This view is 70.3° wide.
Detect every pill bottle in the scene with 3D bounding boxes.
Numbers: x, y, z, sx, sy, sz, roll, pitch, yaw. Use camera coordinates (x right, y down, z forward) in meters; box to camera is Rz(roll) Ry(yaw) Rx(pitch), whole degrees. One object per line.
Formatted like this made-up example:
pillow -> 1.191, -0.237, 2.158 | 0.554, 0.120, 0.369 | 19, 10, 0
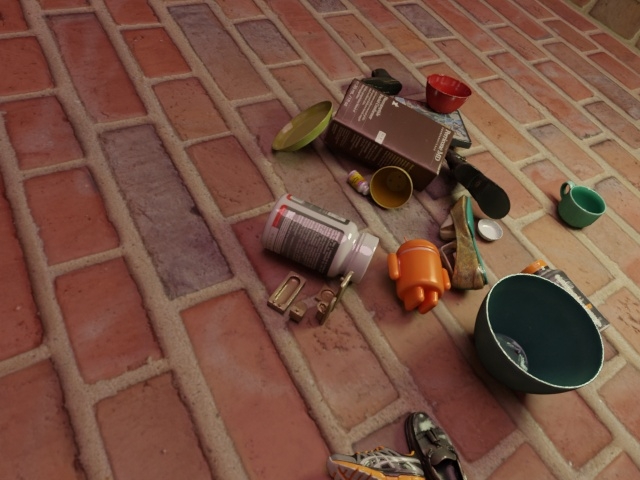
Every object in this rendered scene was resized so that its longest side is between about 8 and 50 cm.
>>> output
pill bottle -> 0.000, 0.000, 1.218 | 0.283, 0.161, 0.161 | 24, 52, 4
pill bottle -> 0.125, -0.184, 1.462 | 0.043, 0.043, 0.083 | -29, 65, -30
pill bottle -> 0.670, 0.172, 1.279 | 0.130, 0.131, 0.246 | -18, 59, -25

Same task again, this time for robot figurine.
robot figurine -> 0.270, 0.089, 1.243 | 0.157, 0.128, 0.220 | -7, 52, 15

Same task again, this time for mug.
mug -> 0.895, -0.119, 1.575 | 0.129, 0.097, 0.158 | 18, 51, 0

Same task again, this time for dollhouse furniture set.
dollhouse furniture set -> -0.028, 0.122, 1.143 | 0.151, 0.123, 0.144 | 31, 52, 9

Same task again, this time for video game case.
video game case -> 0.415, -0.450, 1.717 | 0.274, 0.035, 0.249 | 10, 43, -8

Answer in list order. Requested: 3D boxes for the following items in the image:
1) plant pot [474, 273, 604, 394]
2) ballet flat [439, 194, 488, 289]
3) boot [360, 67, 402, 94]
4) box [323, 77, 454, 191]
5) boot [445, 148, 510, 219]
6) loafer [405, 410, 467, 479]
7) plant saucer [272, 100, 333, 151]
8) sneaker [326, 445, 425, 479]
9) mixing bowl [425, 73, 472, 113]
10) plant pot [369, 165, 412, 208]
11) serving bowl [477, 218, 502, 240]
plant pot -> 0.503, 0.256, 1.131 | 0.289, 0.196, 0.291 | 7, 53, -9
ballet flat -> 0.417, -0.001, 1.367 | 0.123, 0.123, 0.349 | 10, 50, -7
boot -> 0.213, -0.642, 1.820 | 0.197, 0.077, 0.137 | -4, 49, -33
box -> 0.223, -0.343, 1.495 | 0.381, 0.143, 0.191 | 27, 68, -5
boot -> 0.514, -0.203, 1.518 | 0.263, 0.091, 0.229 | 44, 19, -13
loafer -> 0.271, 0.489, 0.968 | 0.096, 0.084, 0.268 | -10, 57, -21
plant saucer -> -0.052, -0.362, 1.473 | 0.037, 0.240, 0.241 | 51, 45, -29
sneaker -> 0.116, 0.475, 0.951 | 0.214, 0.084, 0.083 | 15, 38, -7
mixing bowl -> 0.475, -0.552, 1.745 | 0.181, 0.098, 0.182 | 10, 43, -10
plant pot -> 0.234, -0.179, 1.445 | 0.134, 0.134, 0.095 | 30, 29, 9
serving bowl -> 0.541, -0.030, 1.462 | 0.083, 0.027, 0.084 | 7, 53, -9
